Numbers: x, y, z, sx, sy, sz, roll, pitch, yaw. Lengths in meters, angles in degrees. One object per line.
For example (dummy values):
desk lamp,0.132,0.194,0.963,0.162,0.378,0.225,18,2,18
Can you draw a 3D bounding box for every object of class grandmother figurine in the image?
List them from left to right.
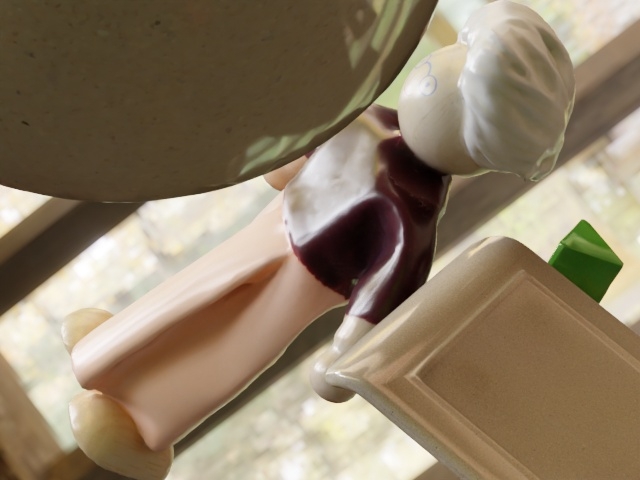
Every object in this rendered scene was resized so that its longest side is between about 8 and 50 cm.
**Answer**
grandmother figurine,0.000,0.000,0.997,0.104,0.342,0.207,28,-150,-42

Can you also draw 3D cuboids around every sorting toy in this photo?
sorting toy,0.113,0.091,0.852,0.196,0.047,0.348,36,-147,13

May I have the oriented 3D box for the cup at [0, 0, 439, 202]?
cup,-0.072,-0.211,0.721,0.331,0.331,0.237,54,158,9
